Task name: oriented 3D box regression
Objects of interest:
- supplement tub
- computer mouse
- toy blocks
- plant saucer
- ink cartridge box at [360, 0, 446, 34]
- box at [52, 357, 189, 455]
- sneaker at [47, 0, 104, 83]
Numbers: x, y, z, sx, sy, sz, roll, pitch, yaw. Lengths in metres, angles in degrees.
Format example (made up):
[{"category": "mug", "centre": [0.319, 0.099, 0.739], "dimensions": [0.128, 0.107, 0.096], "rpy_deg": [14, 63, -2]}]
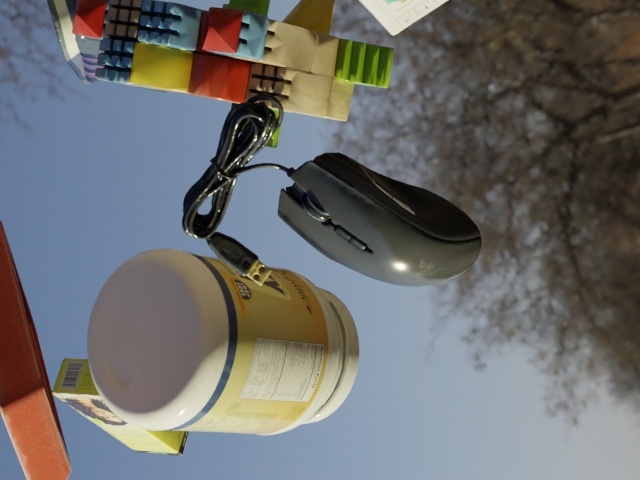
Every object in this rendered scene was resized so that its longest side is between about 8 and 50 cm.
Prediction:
[{"category": "supplement tub", "centre": [-0.119, 0.138, 1.862], "dimensions": [0.316, 0.228, 0.228], "rpy_deg": [12, -120, -51]}, {"category": "computer mouse", "centre": [0.000, 0.000, 1.276], "dimensions": [0.262, 0.184, 0.060], "rpy_deg": [30, -142, -14]}, {"category": "toy blocks", "centre": [-0.147, -0.221, 1.686], "dimensions": [0.261, 0.381, 0.190], "rpy_deg": [4, -82, -56]}, {"category": "plant saucer", "centre": [-0.315, 0.118, 1.485], "dimensions": [0.259, 0.048, 0.258], "rpy_deg": [92, 160, -56]}, {"category": "ink cartridge box", "centre": [0.078, -0.265, 1.068], "dimensions": [0.065, 0.186, 0.311], "rpy_deg": [61, -168, 14]}, {"category": "box", "centre": [-0.282, 0.242, 2.057], "dimensions": [0.232, 0.087, 0.058], "rpy_deg": [46, -129, -50]}, {"category": "sneaker", "centre": [-0.299, -0.296, 2.031], "dimensions": [0.319, 0.131, 0.112], "rpy_deg": [-173, 66, -87]}]
